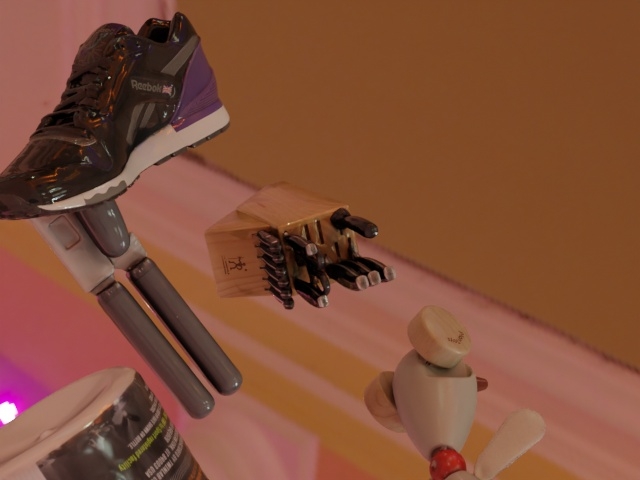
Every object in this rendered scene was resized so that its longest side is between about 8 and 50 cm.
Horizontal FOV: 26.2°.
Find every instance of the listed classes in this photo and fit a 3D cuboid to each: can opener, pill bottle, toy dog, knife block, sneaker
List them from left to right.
[{"bbox_3d":[-0.190,-0.112,1.153,0.107,0.283,0.124,-2,-68,30],"label":"sneaker"},{"bbox_3d":[-0.180,0.052,1.339,0.280,0.074,0.093,54,-15,-8],"label":"can opener"},{"bbox_3d":[-0.100,0.207,0.811,0.130,0.130,0.246,-19,-74,49],"label":"pill bottle"},{"bbox_3d":[0.000,0.000,1.636,0.242,0.275,0.088,-4,-73,24],"label":"knife block"},{"bbox_3d":[0.180,0.249,1.720,0.220,0.161,0.334,-38,-133,45],"label":"toy dog"}]
